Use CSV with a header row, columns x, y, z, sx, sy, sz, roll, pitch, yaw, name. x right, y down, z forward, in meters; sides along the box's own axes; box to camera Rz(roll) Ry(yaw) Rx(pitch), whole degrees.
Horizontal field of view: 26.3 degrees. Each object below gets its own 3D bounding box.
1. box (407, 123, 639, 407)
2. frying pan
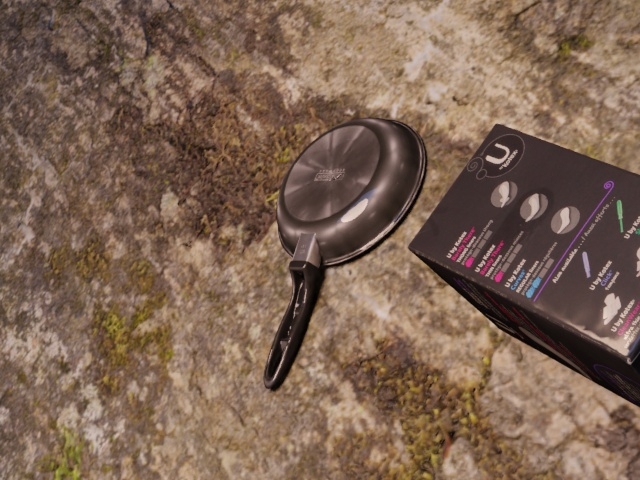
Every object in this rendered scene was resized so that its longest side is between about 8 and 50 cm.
x,y,z,sx,sy,sz,roll,pitch,yaw,name
0.234,0.030,1.138,0.143,0.165,0.270,-54,40,-6,box
-0.014,-0.011,1.505,0.326,0.053,0.197,-51,38,-7,frying pan
